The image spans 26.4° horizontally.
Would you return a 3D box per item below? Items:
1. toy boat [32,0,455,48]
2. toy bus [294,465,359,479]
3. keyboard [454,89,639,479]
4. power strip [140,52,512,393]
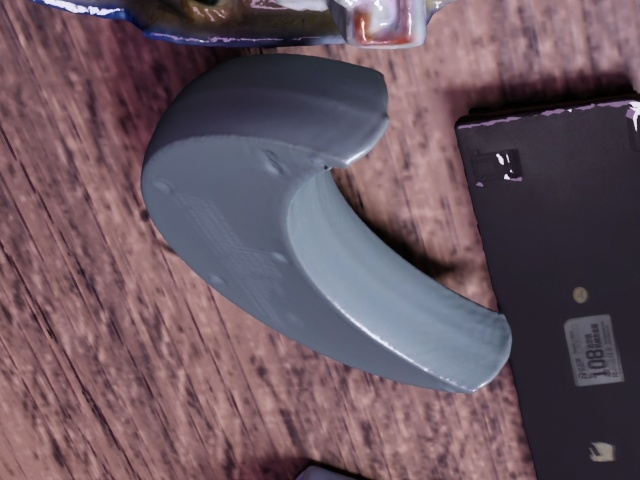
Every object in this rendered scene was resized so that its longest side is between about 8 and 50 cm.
[{"bbox_3d":[-0.025,-0.129,0.582,0.262,0.115,0.114,4,129,10],"label":"toy boat"},{"bbox_3d":[0.113,0.259,0.884,0.329,0.109,0.136,19,120,-4],"label":"toy bus"},{"bbox_3d":[0.146,0.054,0.753,0.106,0.027,0.317,-7,127,14],"label":"keyboard"},{"bbox_3d":[0.000,0.000,0.686,0.167,0.054,0.253,13,153,29],"label":"power strip"}]
